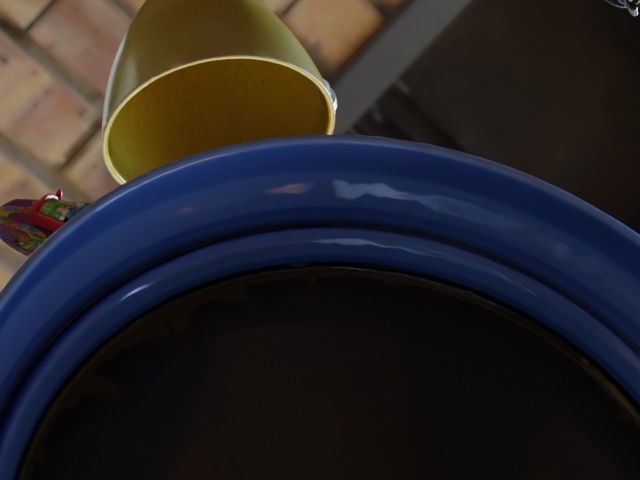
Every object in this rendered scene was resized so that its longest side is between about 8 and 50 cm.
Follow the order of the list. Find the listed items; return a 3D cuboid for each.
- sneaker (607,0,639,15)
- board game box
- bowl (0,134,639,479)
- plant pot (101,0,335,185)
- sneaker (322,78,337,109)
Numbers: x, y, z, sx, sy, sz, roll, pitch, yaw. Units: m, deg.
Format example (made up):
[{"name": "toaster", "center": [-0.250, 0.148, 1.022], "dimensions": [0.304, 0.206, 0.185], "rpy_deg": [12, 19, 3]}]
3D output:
[{"name": "sneaker", "center": [0.178, -0.144, 0.967], "dimensions": [0.098, 0.069, 0.038], "rpy_deg": [1, -44, 21]}, {"name": "board game box", "center": [-0.214, -0.021, 1.667], "dimensions": [0.169, 0.033, 0.133], "rpy_deg": [3, 25, -23]}, {"name": "bowl", "center": [0.027, 0.125, 0.800], "dimensions": [0.391, 0.391, 0.077], "rpy_deg": [45, -32, 23]}, {"name": "plant pot", "center": [-0.066, -0.097, 1.062], "dimensions": [0.134, 0.134, 0.095], "rpy_deg": [39, 30, -48]}, {"name": "sneaker", "center": [0.000, 0.000, 1.742], "dimensions": [0.178, 0.295, 0.124], "rpy_deg": [19, 14, -17]}]
